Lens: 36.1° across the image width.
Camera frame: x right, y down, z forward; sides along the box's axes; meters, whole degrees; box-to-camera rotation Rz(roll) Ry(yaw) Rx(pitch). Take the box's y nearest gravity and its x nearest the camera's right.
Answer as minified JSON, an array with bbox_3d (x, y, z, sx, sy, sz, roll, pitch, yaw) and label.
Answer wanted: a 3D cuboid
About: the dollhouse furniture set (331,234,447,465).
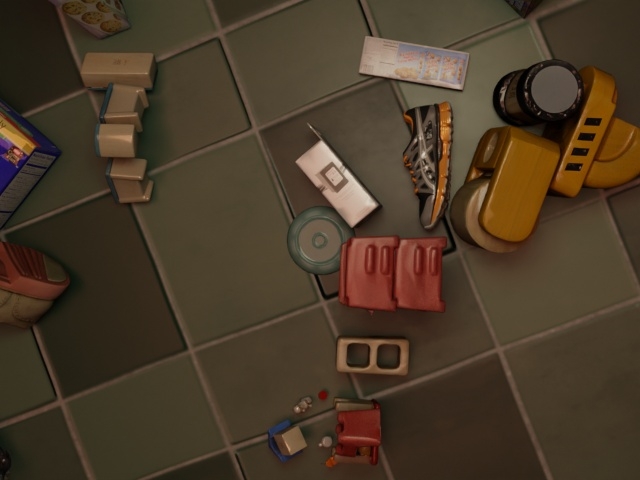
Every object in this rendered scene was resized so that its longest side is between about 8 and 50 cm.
[{"bbox_3d":[0.105,0.179,1.565,0.152,0.201,0.374,3,89,-2],"label":"dollhouse furniture set"}]

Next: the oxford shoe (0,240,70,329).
[{"bbox_3d":[-0.608,0.069,1.597,0.146,0.397,0.140,-55,42,17],"label":"oxford shoe"}]

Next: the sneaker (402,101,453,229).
[{"bbox_3d":[0.175,-0.123,1.632,0.083,0.084,0.215,2,82,10],"label":"sneaker"}]

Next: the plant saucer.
[{"bbox_3d":[0.000,0.000,1.679,0.119,0.021,0.119,0,90,7],"label":"plant saucer"}]

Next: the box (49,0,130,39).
[{"bbox_3d":[-0.394,-0.403,1.570,0.067,0.324,0.063,-21,82,6],"label":"box"}]

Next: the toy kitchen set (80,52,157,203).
[{"bbox_3d":[-0.349,-0.194,1.700,0.122,0.166,0.207,2,54,6],"label":"toy kitchen set"}]

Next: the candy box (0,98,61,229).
[{"bbox_3d":[-0.660,-0.121,1.705,0.268,0.122,0.317,40,94,4],"label":"candy box"}]

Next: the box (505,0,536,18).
[{"bbox_3d":[0.339,-0.565,1.557,0.290,0.177,0.279,-45,87,5],"label":"box"}]

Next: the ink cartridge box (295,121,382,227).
[{"bbox_3d":[0.021,-0.106,1.634,0.060,0.104,0.180,-41,85,7],"label":"ink cartridge box"}]

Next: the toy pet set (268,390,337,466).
[{"bbox_3d":[-0.025,0.334,1.678,0.114,0.065,0.122,-24,91,-28],"label":"toy pet set"}]

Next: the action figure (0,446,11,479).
[{"bbox_3d":[-0.599,0.429,1.697,0.164,0.141,0.275,-27,89,18],"label":"action figure"}]

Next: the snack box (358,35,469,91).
[{"bbox_3d":[0.158,-0.298,1.657,0.178,0.022,0.064,11,91,7],"label":"snack box"}]

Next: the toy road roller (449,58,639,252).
[{"bbox_3d":[0.371,-0.117,1.550,0.241,0.202,0.329,22,92,-5],"label":"toy road roller"}]
